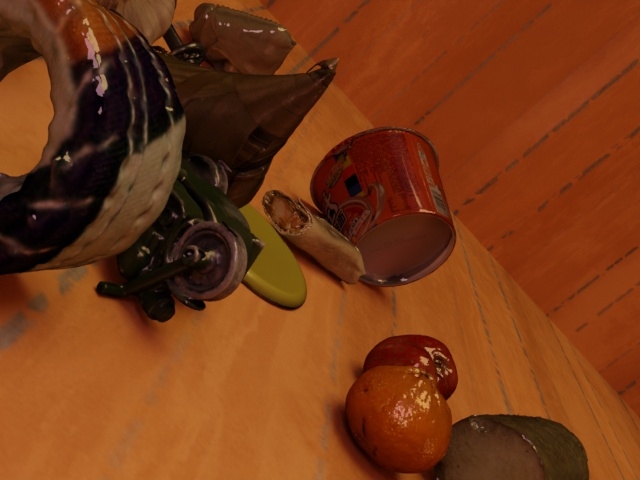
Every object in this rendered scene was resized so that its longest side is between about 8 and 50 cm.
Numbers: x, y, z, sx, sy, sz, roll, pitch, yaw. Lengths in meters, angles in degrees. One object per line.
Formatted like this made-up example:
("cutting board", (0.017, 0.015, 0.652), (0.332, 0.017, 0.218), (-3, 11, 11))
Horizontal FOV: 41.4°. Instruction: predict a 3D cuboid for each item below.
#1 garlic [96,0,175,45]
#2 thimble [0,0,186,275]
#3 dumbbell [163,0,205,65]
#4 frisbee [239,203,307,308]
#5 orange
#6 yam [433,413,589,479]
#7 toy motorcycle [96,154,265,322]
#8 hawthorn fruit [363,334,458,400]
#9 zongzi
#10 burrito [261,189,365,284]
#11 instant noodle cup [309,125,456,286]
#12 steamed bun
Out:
("garlic", (-0.327, -0.359, 1.149), (0.253, 0.245, 0.245), (9, -22, 49))
("thimble", (-0.231, -0.086, 0.626), (0.237, 0.237, 0.150), (52, 10, 10))
("dumbbell", (-0.257, -0.353, 1.444), (0.254, 0.110, 0.110), (59, 17, 15))
("frisbee", (-0.099, -0.001, 1.163), (0.236, 0.017, 0.236), (44, 16, -16))
("orange", (0.095, 0.209, 1.000), (0.136, 0.117, 0.135), (40, 23, -21))
("yam", (0.263, 0.312, 1.145), (0.161, 0.161, 0.268), (56, 16, 27))
("toy motorcycle", (-0.149, -0.018, 0.877), (0.275, 0.127, 0.205), (49, 12, 29))
("hawthorn fruit", (0.123, 0.182, 1.152), (0.128, 0.128, 0.128), (45, 15, -16))
("zongzi", (-0.135, -0.190, 1.010), (0.260, 0.289, 0.123), (46, 46, 8))
("burrito", (0.000, 0.000, 1.330), (0.226, 0.060, 0.087), (40, 6, -45))
("instant noodle cup", (0.121, -0.051, 1.517), (0.250, 0.250, 0.192), (35, 28, -42))
("steamed bun", (-0.165, -0.396, 1.736), (0.218, 0.144, 0.211), (15, 13, -8))
